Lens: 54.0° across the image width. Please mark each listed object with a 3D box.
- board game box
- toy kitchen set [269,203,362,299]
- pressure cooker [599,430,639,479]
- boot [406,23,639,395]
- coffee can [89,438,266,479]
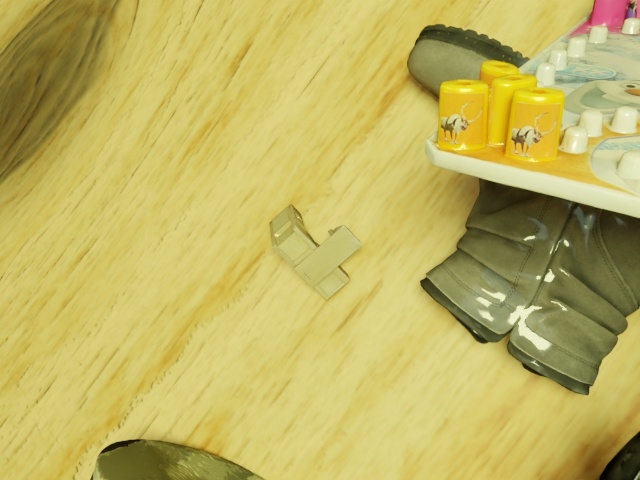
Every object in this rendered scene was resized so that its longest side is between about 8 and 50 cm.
[{"bbox_3d":[0.327,-0.103,0.400,0.390,0.390,0.050,19,129,31],"label":"board game box"},{"bbox_3d":[0.000,0.000,0.663,0.068,0.075,0.083,-41,112,9],"label":"toy kitchen set"},{"bbox_3d":[0.362,0.259,0.337,0.375,0.370,0.420,-36,64,55],"label":"pressure cooker"},{"bbox_3d":[0.161,-0.035,0.583,0.338,0.118,0.222,43,99,23],"label":"boot"},{"bbox_3d":[-0.153,0.350,0.556,0.202,0.201,0.275,21,86,19],"label":"coffee can"}]
